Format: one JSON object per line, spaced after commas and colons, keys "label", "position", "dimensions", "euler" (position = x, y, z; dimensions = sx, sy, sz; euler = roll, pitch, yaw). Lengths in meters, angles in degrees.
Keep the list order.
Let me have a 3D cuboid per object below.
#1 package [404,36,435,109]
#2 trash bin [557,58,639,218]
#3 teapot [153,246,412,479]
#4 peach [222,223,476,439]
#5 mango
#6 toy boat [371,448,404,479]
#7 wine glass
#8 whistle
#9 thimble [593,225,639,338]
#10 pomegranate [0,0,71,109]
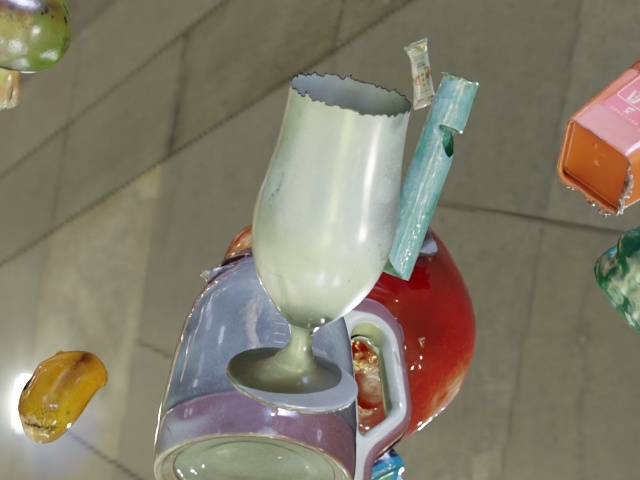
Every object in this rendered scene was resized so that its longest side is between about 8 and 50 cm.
{"label": "package", "position": [0.137, -0.228, 2.004], "dimensions": [0.015, 0.037, 0.110], "euler": [52, 162, 47]}
{"label": "trash bin", "position": [0.443, -0.143, 2.004], "dimensions": [0.161, 0.239, 0.184], "euler": [40, 150, 29]}
{"label": "teapot", "position": [-0.030, 0.163, 1.774], "dimensions": [0.233, 0.315, 0.312], "euler": [-48, 30, 49]}
{"label": "peach", "position": [0.050, 0.093, 2.177], "dimensions": [0.406, 0.335, 0.310], "euler": [47, 115, 14]}
{"label": "mango", "position": [-0.255, 0.149, 1.412], "dimensions": [0.077, 0.063, 0.127], "euler": [-35, 15, 29]}
{"label": "toy boat", "position": [-0.008, 0.391, 1.950], "dimensions": [0.092, 0.299, 0.134], "euler": [56, 168, 23]}
{"label": "wine glass", "position": [0.000, 0.000, 0.918], "dimensions": [0.093, 0.093, 0.202], "euler": [41, 124, 56]}
{"label": "whistle", "position": [0.094, -0.057, 1.307], "dimensions": [0.039, 0.039, 0.186], "euler": [23, 93, 60]}
{"label": "thimble", "position": [0.405, -0.002, 1.381], "dimensions": [0.167, 0.254, 0.288], "euler": [48, 147, 8]}
{"label": "pomegranate", "position": [-0.308, -0.199, 1.452], "dimensions": [0.114, 0.115, 0.142], "euler": [48, 126, 53]}
